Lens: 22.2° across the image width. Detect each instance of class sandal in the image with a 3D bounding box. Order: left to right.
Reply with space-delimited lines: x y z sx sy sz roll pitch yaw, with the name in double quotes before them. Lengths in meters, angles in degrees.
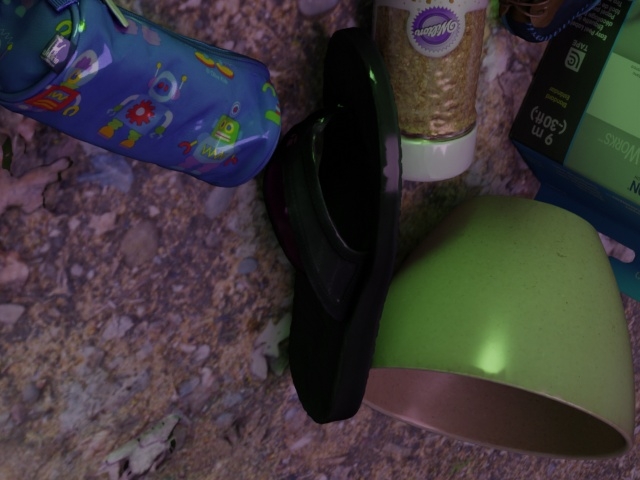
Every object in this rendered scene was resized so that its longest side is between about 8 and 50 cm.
"sandal" 0.001 0.002 1.663 0.107 0.167 0.446 -7 121 -23

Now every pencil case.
"pencil case" -0.159 -0.140 1.426 0.133 0.119 0.306 -44 146 20

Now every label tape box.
"label tape box" 0.356 -0.119 1.863 0.115 0.249 0.348 11 107 -49

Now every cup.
"cup" 0.209 0.088 1.842 0.331 0.331 0.237 35 63 -50

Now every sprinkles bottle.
"sprinkles bottle" 0.110 -0.239 1.636 0.121 0.121 0.355 -22 129 -35

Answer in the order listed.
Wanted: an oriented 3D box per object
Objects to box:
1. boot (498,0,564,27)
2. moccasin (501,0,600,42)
"boot" 0.217 -0.260 1.592 0.115 0.112 0.305 -67 169 14
"moccasin" 0.328 -0.358 1.780 0.342 0.117 0.138 -55 140 -3
